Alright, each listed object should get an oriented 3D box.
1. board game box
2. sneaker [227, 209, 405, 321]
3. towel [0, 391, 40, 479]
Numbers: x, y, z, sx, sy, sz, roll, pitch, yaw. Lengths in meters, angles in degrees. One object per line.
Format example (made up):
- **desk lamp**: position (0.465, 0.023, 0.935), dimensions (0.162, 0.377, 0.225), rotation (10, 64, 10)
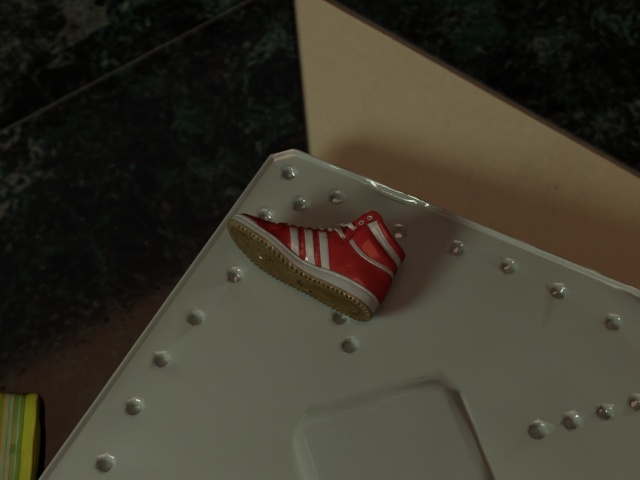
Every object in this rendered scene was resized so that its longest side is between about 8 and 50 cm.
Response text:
- **board game box**: position (0.047, 0.156, 0.846), dimensions (0.389, 0.050, 0.390), rotation (23, 59, 18)
- **sneaker**: position (0.000, 0.000, 0.899), dimensions (0.118, 0.042, 0.067), rotation (30, 65, 13)
- **towel**: position (-0.314, 0.154, 0.923), dimensions (0.237, 0.021, 0.102), rotation (1, 66, -1)
